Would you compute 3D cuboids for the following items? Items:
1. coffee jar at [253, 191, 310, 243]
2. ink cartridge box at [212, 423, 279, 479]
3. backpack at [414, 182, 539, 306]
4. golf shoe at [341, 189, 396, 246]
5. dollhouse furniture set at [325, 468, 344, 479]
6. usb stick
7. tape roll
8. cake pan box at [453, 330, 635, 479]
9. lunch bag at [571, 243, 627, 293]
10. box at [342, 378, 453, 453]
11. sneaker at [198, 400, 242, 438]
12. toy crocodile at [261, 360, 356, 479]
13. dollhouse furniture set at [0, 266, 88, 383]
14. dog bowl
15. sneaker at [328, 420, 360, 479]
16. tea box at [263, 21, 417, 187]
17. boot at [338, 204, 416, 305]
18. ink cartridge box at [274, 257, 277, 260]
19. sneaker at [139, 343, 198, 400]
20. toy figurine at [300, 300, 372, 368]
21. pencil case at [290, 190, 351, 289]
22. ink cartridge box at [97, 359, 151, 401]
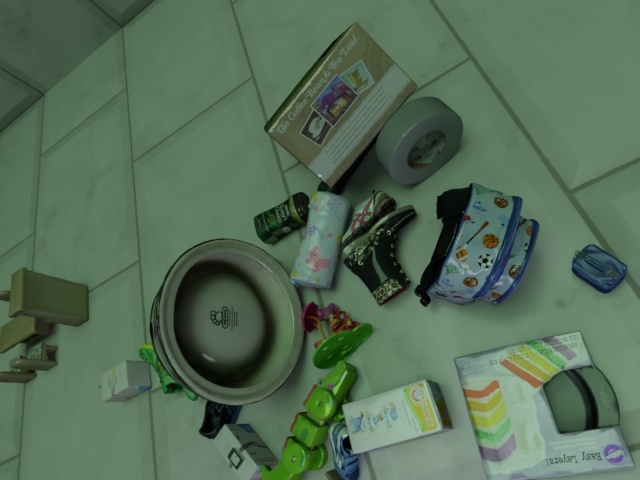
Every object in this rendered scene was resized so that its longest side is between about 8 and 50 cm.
[{"bbox_3d":[-0.109,-0.069,1.296,0.184,0.079,0.096,-28,59,17],"label":"coffee jar"},{"bbox_3d":[-0.177,0.549,1.074,0.180,0.104,0.060,35,89,34],"label":"ink cartridge box"},{"bbox_3d":[0.329,0.014,0.903,0.213,0.263,0.277,14,78,16],"label":"backpack"},{"bbox_3d":[0.120,-0.058,1.172,0.186,0.067,0.086,-46,51,-5],"label":"golf shoe"},{"bbox_3d":[-0.005,0.618,0.942,0.151,0.144,0.123,-56,49,17],"label":"dollhouse furniture set"},{"bbox_3d":[0.089,-0.245,1.273,0.077,0.045,0.278,36,91,37],"label":"usb stick"},{"bbox_3d":[0.249,-0.248,1.078,0.219,0.219,0.072,-40,55,10],"label":"tape roll"},{"bbox_3d":[0.429,0.327,0.840,0.266,0.070,0.246,-19,65,22],"label":"cake pan box"},{"bbox_3d":[0.566,0.054,0.870,0.067,0.065,0.098,-49,56,4],"label":"lunch bag"},{"bbox_3d":[0.170,0.387,0.933,0.203,0.114,0.103,-26,59,19],"label":"box"},{"bbox_3d":[-0.260,0.431,1.176,0.081,0.090,0.233,9,76,32],"label":"sneaker"},{"bbox_3d":[-0.020,0.442,1.019,0.105,0.115,0.341,25,84,35],"label":"toy crocodile"},{"bbox_3d":[-1.137,0.297,1.630,0.394,0.256,0.362,-29,59,17],"label":"dollhouse furniture set"},{"bbox_3d":[-0.243,0.209,1.088,0.150,0.407,0.408,-26,58,44],"label":"dog bowl"},{"bbox_3d":[0.062,0.484,0.960,0.059,0.053,0.144,-10,99,51],"label":"sneaker"},{"bbox_3d":[0.030,-0.356,1.155,0.329,0.220,0.323,-49,17,8],"label":"tea box"},{"bbox_3d":[0.186,0.037,1.091,0.236,0.085,0.179,-36,68,-1],"label":"boot"},{"bbox_3d":[-0.153,0.114,1.279,0.062,0.029,0.115,-7,67,28],"label":"ink cartridge box"},{"bbox_3d":[-0.463,0.396,1.295,0.295,0.109,0.124,14,74,33],"label":"sneaker"},{"bbox_3d":[0.021,0.216,1.102,0.173,0.130,0.159,-31,46,-9],"label":"toy figurine"},{"bbox_3d":[0.000,0.000,1.183,0.124,0.113,0.273,11,77,9],"label":"pencil case"},{"bbox_3d":[-0.638,0.461,1.380,0.143,0.092,0.090,-32,59,17],"label":"ink cartridge box"}]
